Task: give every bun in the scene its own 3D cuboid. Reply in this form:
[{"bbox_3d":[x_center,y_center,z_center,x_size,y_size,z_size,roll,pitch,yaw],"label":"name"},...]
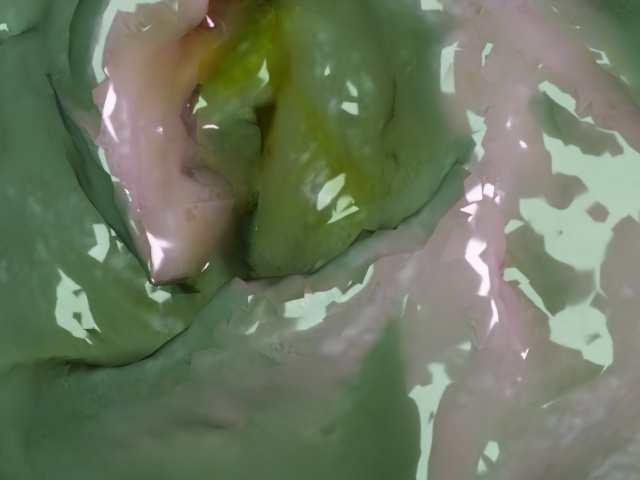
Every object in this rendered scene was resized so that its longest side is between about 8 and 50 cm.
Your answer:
[{"bbox_3d":[0.000,0.000,0.581,0.365,0.219,0.365,3,96,31],"label":"bun"}]
